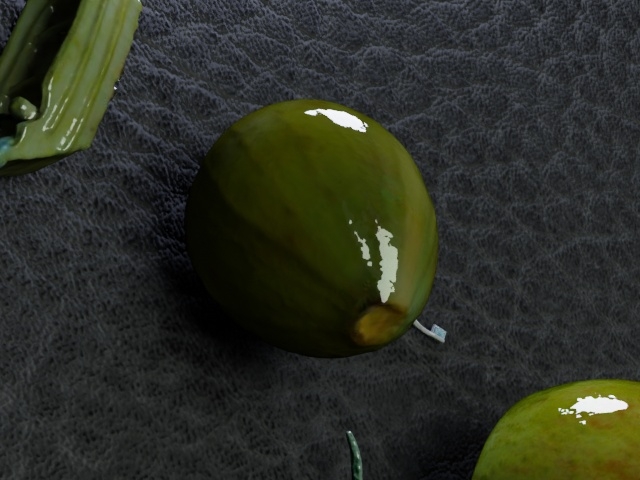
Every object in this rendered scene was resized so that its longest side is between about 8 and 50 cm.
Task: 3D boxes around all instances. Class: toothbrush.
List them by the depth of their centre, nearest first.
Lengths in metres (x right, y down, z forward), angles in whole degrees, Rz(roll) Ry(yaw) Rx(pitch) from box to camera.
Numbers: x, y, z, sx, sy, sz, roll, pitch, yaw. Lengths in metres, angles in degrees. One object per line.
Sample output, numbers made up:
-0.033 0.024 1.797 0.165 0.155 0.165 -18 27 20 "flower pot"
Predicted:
0.078 0.066 1.954 0.162 0.014 0.017 35 66 -31 "toothbrush"

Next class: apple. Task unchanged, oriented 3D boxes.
0.295 0.301 1.855 0.339 0.339 0.339 20 60 -40 "apple"

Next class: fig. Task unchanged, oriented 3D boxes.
0.000 0.000 1.719 0.239 0.239 0.271 33 12 -33 "fig"

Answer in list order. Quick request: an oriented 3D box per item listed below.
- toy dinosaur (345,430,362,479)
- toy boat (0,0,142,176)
0.093 0.377 1.790 0.129 0.076 0.383 1 70 -26 "toy dinosaur"
-0.239 -0.146 1.638 0.084 0.111 0.276 45 46 -31 "toy boat"
